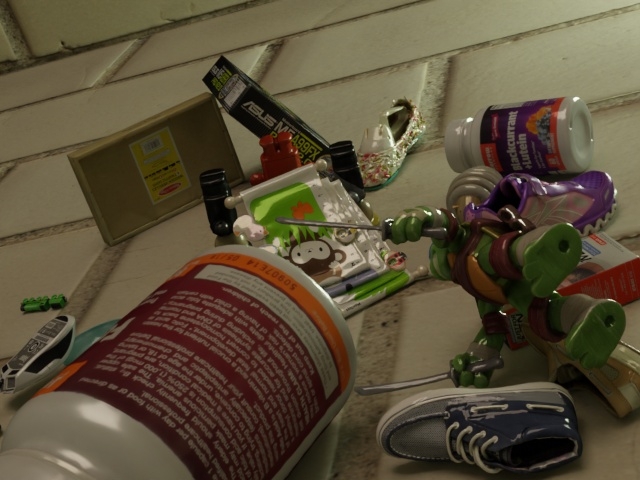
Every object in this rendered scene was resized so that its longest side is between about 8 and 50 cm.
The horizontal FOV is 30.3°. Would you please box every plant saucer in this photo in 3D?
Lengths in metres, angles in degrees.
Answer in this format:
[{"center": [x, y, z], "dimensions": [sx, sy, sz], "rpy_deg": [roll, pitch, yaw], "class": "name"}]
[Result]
[{"center": [-0.288, 0.143, 1.577], "dimensions": [0.119, 0.021, 0.119], "rpy_deg": [-16, 22, 7], "class": "plant saucer"}]

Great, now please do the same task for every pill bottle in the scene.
[{"center": [-0.149, 0.188, 1.097], "dimensions": [0.224, 0.224, 0.392], "rpy_deg": [-3, 27, 34], "class": "pill bottle"}, {"center": [0.279, -0.142, 1.680], "dimensions": [0.194, 0.108, 0.108], "rpy_deg": [-3, 27, 33], "class": "pill bottle"}]

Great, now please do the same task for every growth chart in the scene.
[{"center": [0.000, 0.000, 1.512], "dimensions": [0.172, 0.021, 0.237], "rpy_deg": [-32, 68, -21], "class": "growth chart"}]

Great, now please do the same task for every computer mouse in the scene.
[{"center": [-0.379, 0.174, 1.521], "dimensions": [0.193, 0.042, 0.106], "rpy_deg": [-46, 26, -21], "class": "computer mouse"}]

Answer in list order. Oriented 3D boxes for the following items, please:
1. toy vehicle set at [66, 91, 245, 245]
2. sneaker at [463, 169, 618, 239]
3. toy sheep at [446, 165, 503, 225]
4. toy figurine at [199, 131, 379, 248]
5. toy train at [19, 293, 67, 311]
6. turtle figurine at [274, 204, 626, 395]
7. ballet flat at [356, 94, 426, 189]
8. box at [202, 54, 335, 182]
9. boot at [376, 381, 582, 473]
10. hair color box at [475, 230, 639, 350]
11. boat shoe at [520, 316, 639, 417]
[{"center": [-0.271, -0.122, 1.985], "dimensions": [0.267, 0.166, 0.035], "rpy_deg": [-27, 24, -21], "class": "toy vehicle set"}, {"center": [0.269, -0.042, 1.464], "dimensions": [0.236, 0.104, 0.095], "rpy_deg": [-27, 22, -22], "class": "sneaker"}, {"center": [0.209, -0.054, 1.558], "dimensions": [0.091, 0.091, 0.132], "rpy_deg": [-8, 24, 23], "class": "toy sheep"}, {"center": [-0.046, -0.048, 1.685], "dimensions": [0.210, 0.148, 0.213], "rpy_deg": [10, 33, 39], "class": "toy figurine"}, {"center": [-0.422, 0.097, 1.795], "dimensions": [0.083, 0.017, 0.023], "rpy_deg": [-8, 35, 24], "class": "toy train"}, {"center": [0.137, 0.063, 1.143], "dimensions": [0.275, 0.197, 0.266], "rpy_deg": [-6, 5, -27], "class": "turtle figurine"}, {"center": [0.103, -0.163, 1.908], "dimensions": [0.091, 0.077, 0.241], "rpy_deg": [-6, 26, 25], "class": "ballet flat"}, {"center": [-0.078, -0.199, 1.956], "dimensions": [0.060, 0.216, 0.270], "rpy_deg": [-51, 22, 6], "class": "box"}, {"center": [0.144, 0.180, 1.089], "dimensions": [0.190, 0.069, 0.086], "rpy_deg": [-13, 20, 8], "class": "boot"}, {"center": [0.264, 0.053, 1.313], "dimensions": [0.167, 0.053, 0.093], "rpy_deg": [-23, 23, -6], "class": "hair color box"}, {"center": [0.248, 0.120, 1.164], "dimensions": [0.072, 0.068, 0.190], "rpy_deg": [-41, 26, -12], "class": "boat shoe"}]
